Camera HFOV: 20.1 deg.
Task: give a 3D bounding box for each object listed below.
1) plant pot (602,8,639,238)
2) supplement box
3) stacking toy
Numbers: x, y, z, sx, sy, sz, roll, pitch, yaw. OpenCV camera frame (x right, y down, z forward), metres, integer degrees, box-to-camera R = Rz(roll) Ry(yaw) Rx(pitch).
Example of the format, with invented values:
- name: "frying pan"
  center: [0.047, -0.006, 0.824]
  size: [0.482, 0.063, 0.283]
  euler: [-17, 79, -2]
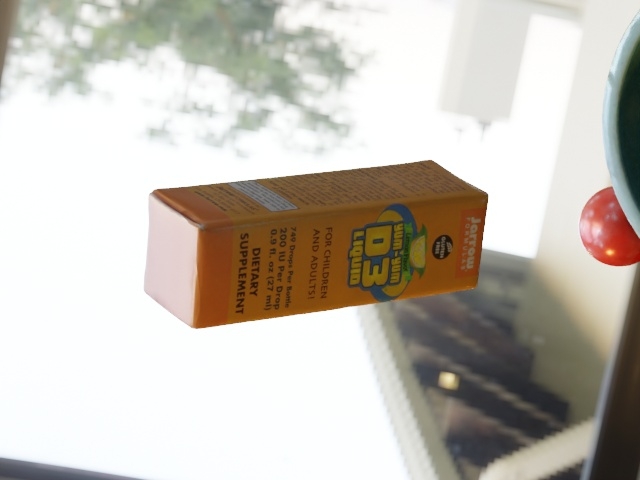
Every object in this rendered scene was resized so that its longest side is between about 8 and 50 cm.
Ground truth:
- name: "plant pot"
  center: [0.458, -0.135, 1.563]
  size: [0.341, 0.341, 0.334]
  euler: [15, -155, 22]
- name: "supplement box"
  center: [0.000, 0.000, 1.223]
  size: [0.233, 0.078, 0.080]
  euler: [-9, -157, -33]
- name: "stacking toy"
  center: [0.438, 0.031, 1.977]
  size: [0.330, 0.141, 0.141]
  euler: [24, -169, 2]
